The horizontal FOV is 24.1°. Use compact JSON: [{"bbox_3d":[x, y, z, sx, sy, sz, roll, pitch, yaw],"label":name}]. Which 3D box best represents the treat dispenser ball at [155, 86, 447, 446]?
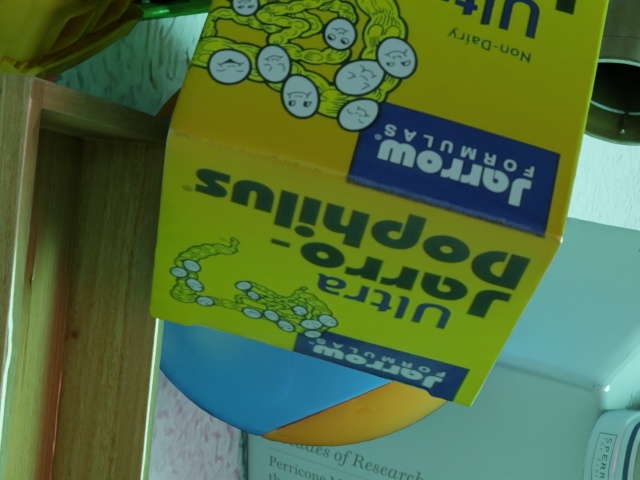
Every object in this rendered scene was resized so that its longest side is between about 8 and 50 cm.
[{"bbox_3d":[0.000,0.000,1.052,0.288,0.288,0.288,-30,126,-54],"label":"treat dispenser ball"}]

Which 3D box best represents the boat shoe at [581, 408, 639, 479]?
[{"bbox_3d":[0.293,0.173,1.164,0.302,0.094,0.109,-2,102,-60],"label":"boat shoe"}]

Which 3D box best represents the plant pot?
[{"bbox_3d":[0.371,-0.226,1.775,0.167,0.167,0.165,59,43,-51],"label":"plant pot"}]

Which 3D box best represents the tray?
[{"bbox_3d":[-0.158,0.130,0.783,0.203,0.076,0.411,8,88,-76],"label":"tray"}]

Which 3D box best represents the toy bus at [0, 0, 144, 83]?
[{"bbox_3d":[-0.148,-0.173,0.884,0.220,0.149,0.211,-43,165,-54],"label":"toy bus"}]

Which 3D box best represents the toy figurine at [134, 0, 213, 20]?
[{"bbox_3d":[-0.100,-0.231,1.010,0.173,0.130,0.159,-14,100,-33],"label":"toy figurine"}]

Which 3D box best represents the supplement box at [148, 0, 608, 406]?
[{"bbox_3d":[0.047,-0.122,0.847,0.195,0.194,0.356,105,0,-59],"label":"supplement box"}]

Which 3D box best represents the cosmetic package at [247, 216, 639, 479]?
[{"bbox_3d":[0.152,0.204,1.361,0.329,0.327,0.393,-30,126,-54],"label":"cosmetic package"}]
